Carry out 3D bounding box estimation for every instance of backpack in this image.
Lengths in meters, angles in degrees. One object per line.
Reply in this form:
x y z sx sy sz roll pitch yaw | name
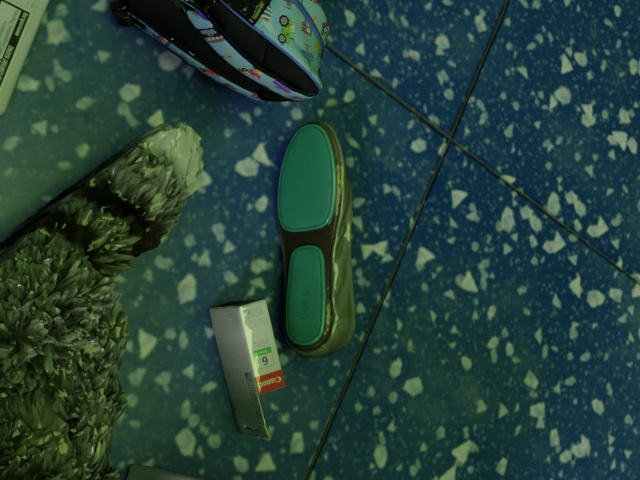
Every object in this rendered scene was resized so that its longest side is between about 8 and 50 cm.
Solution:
-0.064 -0.195 0.920 0.173 0.158 0.117 35 75 -27 | backpack

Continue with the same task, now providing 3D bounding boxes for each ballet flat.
0.000 0.000 1.001 0.068 0.072 0.213 11 78 -58 | ballet flat

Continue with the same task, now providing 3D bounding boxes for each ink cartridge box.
-0.059 0.109 0.944 0.029 0.063 0.115 -15 93 -30 | ink cartridge box

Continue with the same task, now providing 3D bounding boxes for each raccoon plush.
-0.155 0.137 0.791 0.446 0.216 0.299 -42 106 -28 | raccoon plush

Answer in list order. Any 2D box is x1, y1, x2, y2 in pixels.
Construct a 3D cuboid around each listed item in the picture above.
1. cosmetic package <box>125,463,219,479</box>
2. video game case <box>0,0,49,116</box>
-0.028 0.271 0.850 0.224 0.224 0.138 21 74 -28 | cosmetic package
-0.314 -0.259 0.830 0.244 0.061 0.269 26 72 -28 | video game case
